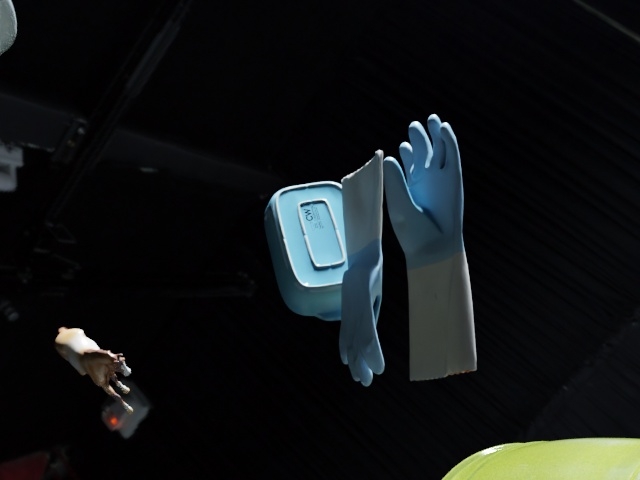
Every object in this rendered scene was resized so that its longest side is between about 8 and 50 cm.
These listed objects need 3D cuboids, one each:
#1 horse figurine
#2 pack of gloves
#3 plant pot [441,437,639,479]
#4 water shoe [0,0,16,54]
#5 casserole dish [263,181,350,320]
[{"bbox_3d":[-0.449,0.234,1.230,0.066,0.263,0.174,-43,-40,-26],"label":"horse figurine"},{"bbox_3d":[0.053,0.011,0.567,0.046,0.232,0.195,10,-21,-26],"label":"pack of gloves"},{"bbox_3d":[0.321,0.363,0.652,0.366,0.366,0.353,-36,-16,-27],"label":"plant pot"},{"bbox_3d":[-0.200,-0.097,0.298,0.080,0.073,0.203,-46,15,-21],"label":"water shoe"},{"bbox_3d":[0.000,0.000,0.704,0.114,0.188,0.037,-10,-35,-9],"label":"casserole dish"}]
